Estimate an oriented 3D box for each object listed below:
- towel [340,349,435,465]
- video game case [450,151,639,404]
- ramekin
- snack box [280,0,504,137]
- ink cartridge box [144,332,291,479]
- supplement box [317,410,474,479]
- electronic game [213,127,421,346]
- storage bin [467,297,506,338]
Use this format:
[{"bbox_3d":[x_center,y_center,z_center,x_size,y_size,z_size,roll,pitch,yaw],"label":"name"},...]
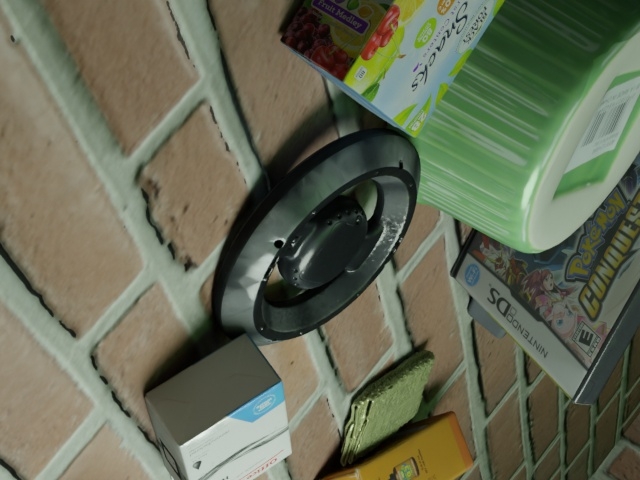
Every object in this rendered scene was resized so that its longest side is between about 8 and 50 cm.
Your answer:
[{"bbox_3d":[0.076,0.190,1.703,0.148,0.027,0.110,-30,145,-45],"label":"towel"},{"bbox_3d":[0.266,-0.010,1.540,0.035,0.248,0.274,9,116,-35],"label":"video game case"},{"bbox_3d":[0.208,-0.135,1.367,0.303,0.148,0.303,-43,154,-27],"label":"ramekin"},{"bbox_3d":[0.079,-0.199,1.128,0.207,0.070,0.174,-56,157,3],"label":"snack box"},{"bbox_3d":[-0.084,0.169,1.286,0.104,0.060,0.180,-32,151,-16],"label":"ink cartridge box"},{"bbox_3d":[0.089,0.277,1.754,0.080,0.078,0.233,-21,179,34],"label":"supplement box"},{"bbox_3d":[0.000,0.000,1.267,0.229,0.048,0.229,-36,151,-23],"label":"electronic game"},{"bbox_3d":[0.244,0.056,1.780,0.135,0.098,0.091,-41,163,-32],"label":"storage bin"}]
